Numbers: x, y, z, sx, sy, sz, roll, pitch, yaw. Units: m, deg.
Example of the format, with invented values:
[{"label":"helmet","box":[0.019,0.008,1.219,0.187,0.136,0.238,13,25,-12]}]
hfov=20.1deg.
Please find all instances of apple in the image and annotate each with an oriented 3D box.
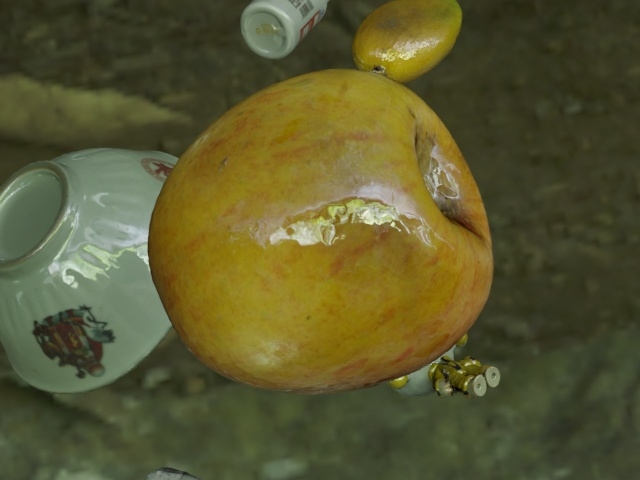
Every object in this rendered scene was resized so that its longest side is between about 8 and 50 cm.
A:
[{"label":"apple","box":[0.000,0.000,1.621,0.275,0.299,0.299,-32,159,22]}]

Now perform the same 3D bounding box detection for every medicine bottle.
[{"label":"medicine bottle","box":[-0.039,-0.293,2.271,0.079,0.079,0.140,-21,-159,37]}]

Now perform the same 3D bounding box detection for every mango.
[{"label":"mango","box":[0.100,-0.230,2.003,0.101,0.066,0.187,22,-137,27]}]

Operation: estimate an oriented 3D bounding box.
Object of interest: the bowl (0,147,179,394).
[{"label":"bowl","box":[-0.308,0.002,2.175,0.337,0.337,0.157,-18,142,30]}]

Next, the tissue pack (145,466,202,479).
[{"label":"tissue pack","box":[0.017,0.369,1.455,0.288,0.124,0.394,7,140,44]}]

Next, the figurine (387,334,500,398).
[{"label":"figurine","box":[0.123,0.129,1.843,0.143,0.068,0.101,-4,-155,29]}]
